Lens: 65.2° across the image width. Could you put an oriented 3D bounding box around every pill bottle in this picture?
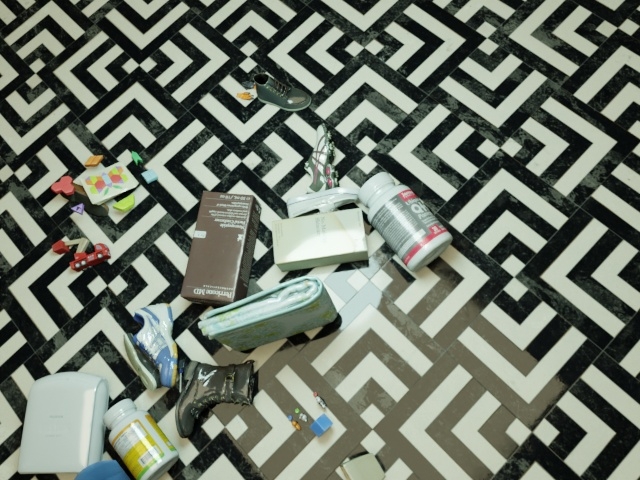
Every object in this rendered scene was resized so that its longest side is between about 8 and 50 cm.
[{"bbox_3d":[-0.566,0.620,1.556,0.136,0.136,0.245,-44,72,-7],"label":"pill bottle"},{"bbox_3d":[0.268,-0.069,1.647,0.176,0.176,0.318,-36,71,-5],"label":"pill bottle"}]

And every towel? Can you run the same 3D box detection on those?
[{"bbox_3d":[-0.146,0.232,1.530,0.374,0.320,0.090,-18,68,2],"label":"towel"}]

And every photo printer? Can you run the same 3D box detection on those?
[{"bbox_3d":[-0.822,0.584,1.618,0.255,0.107,0.308,-3,72,7],"label":"photo printer"}]

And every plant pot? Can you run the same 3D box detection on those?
[{"bbox_3d":[0.128,0.682,1.464,0.096,0.109,0.109,-28,70,-14],"label":"plant pot"}]

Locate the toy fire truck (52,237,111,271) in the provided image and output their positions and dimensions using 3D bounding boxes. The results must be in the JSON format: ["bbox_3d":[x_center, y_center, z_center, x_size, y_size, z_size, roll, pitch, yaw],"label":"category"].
[{"bbox_3d":[-0.874,0.040,1.834,0.192,0.047,0.135,-23,69,-1],"label":"toy fire truck"}]

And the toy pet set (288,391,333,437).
[{"bbox_3d":[-0.028,0.549,1.544,0.122,0.065,0.114,-43,72,-7],"label":"toy pet set"}]

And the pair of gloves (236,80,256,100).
[{"bbox_3d":[-0.288,-0.593,1.981,0.074,0.010,0.083,17,74,13],"label":"pair of gloves"}]

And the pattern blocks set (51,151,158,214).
[{"bbox_3d":[-0.793,-0.217,1.867,0.285,0.026,0.325,39,62,15],"label":"pattern blocks set"}]

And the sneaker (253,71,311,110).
[{"bbox_3d":[-0.149,-0.562,1.895,0.222,0.118,0.083,12,74,11],"label":"sneaker"}]

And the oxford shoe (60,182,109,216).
[{"bbox_3d":[-0.880,-0.164,1.894,0.212,0.076,0.076,31,38,5],"label":"oxford shoe"}]

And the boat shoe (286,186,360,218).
[{"bbox_3d":[0.013,-0.122,1.744,0.267,0.096,0.088,-8,75,6],"label":"boat shoe"}]

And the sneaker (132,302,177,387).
[{"bbox_3d":[-0.539,0.347,1.627,0.130,0.112,0.296,-4,51,-25],"label":"sneaker"}]

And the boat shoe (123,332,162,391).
[{"bbox_3d":[-0.587,0.398,1.675,0.079,0.084,0.233,-23,57,-40],"label":"boat shoe"}]

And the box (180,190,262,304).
[{"bbox_3d":[-0.335,0.031,1.718,0.191,0.143,0.382,5,74,9],"label":"box"}]

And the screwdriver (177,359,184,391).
[{"bbox_3d":[-0.448,0.431,1.601,0.024,0.170,0.025,-11,107,-11],"label":"screwdriver"}]

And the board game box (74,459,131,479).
[{"bbox_3d":[-0.672,0.731,1.545,0.133,0.169,0.033,-24,31,-11],"label":"board game box"}]

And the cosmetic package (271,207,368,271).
[{"bbox_3d":[0.000,0.000,1.696,0.309,0.113,0.160,-10,71,5],"label":"cosmetic package"}]

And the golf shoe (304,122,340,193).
[{"bbox_3d":[-0.004,-0.296,1.800,0.120,0.105,0.273,-9,70,12],"label":"golf shoe"}]

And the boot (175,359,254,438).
[{"bbox_3d":[-0.326,0.501,1.587,0.228,0.091,0.263,4,71,10],"label":"boot"}]
